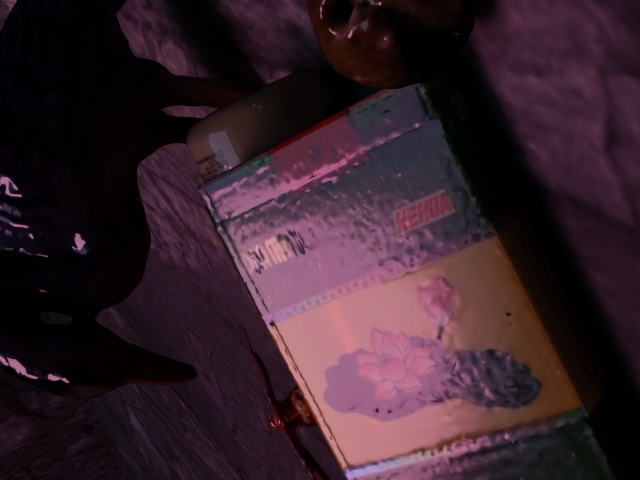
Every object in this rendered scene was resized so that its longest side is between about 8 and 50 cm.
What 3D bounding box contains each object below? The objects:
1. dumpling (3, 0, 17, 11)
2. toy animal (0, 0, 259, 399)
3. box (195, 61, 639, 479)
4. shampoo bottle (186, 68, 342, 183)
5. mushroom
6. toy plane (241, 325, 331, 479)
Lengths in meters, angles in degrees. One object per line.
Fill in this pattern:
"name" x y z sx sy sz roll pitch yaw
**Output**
"dumpling" -0.186 -0.220 0.712 0.134 0.100 0.169 5 109 24
"toy animal" -0.124 -0.057 0.616 0.122 0.185 0.298 116 142 -72
"box" 0.050 0.054 0.453 0.132 0.034 0.235 -25 95 36
"shampoo bottle" 0.000 0.000 0.531 0.162 0.079 0.079 63 161 -6
"mushroom" 0.024 -0.134 0.337 0.061 0.060 0.187 -117 21 -46
"toy plane" 0.003 0.113 0.699 0.126 0.077 0.194 56 168 26
